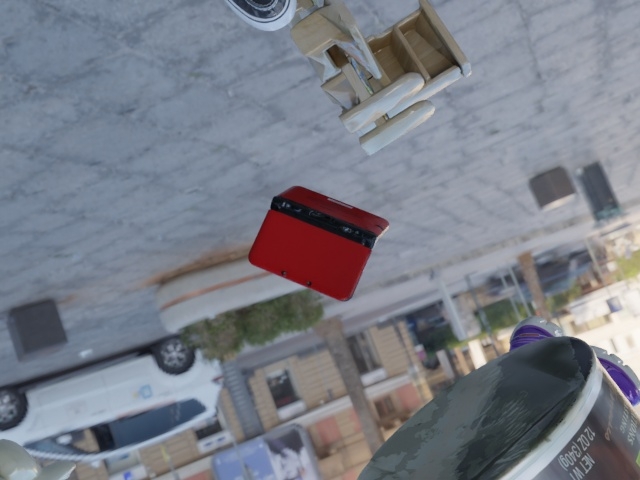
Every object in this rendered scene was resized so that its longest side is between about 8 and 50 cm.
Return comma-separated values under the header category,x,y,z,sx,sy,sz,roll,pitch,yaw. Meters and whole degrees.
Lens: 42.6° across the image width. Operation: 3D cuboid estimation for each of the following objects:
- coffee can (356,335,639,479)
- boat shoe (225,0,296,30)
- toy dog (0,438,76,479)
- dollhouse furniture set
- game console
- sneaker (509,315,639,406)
category,x,y,z,sx,sy,sz,roll,pitch,yaw
coffee can,0.175,0.233,0.545,0.202,0.275,0.201,-38,-177,2
boat shoe,-0.133,-0.450,1.202,0.108,0.301,0.102,-26,176,6
toy dog,-0.658,0.330,1.262,0.284,0.408,0.395,-44,177,4
dollhouse furniture set,0.104,-0.366,1.481,0.257,0.362,0.394,-32,163,8
game console,0.000,0.000,1.058,0.124,0.144,0.085,-41,151,-66
sneaker,0.308,0.163,1.006,0.071,0.170,0.068,-53,162,-32
